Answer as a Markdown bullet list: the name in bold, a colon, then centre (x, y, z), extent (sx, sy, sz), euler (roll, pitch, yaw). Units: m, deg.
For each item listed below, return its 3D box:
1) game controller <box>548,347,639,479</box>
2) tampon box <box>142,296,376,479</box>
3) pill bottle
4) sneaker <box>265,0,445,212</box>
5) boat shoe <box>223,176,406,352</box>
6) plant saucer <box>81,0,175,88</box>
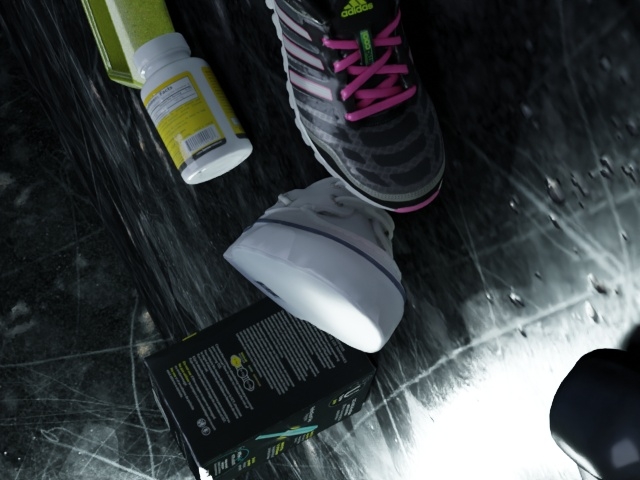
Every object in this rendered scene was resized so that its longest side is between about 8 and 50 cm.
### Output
- **game controller**: centre (0.184, 0.194, 0.384), extent (0.166, 0.067, 0.319), euler (-120, 7, -80)
- **tampon box**: centre (-0.051, 0.122, 0.814), extent (0.101, 0.161, 0.120), euler (58, 163, 20)
- **pill bottle**: centre (-0.110, -0.111, 0.805), extent (0.116, 0.065, 0.065), euler (63, 165, 5)
- **sneaker**: centre (0.013, -0.093, 0.434), extent (0.075, 0.063, 0.171), euler (170, 79, -80)
- **boat shoe**: centre (0.000, 0.000, 0.586), extent (0.095, 0.084, 0.258), euler (42, 172, -15)
- **plant saucer**: centre (-0.188, -0.218, 0.899), extent (0.188, 0.045, 0.189), euler (27, 138, 65)
